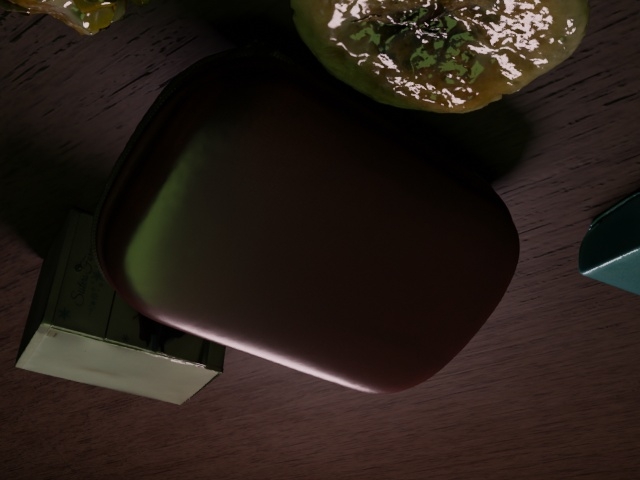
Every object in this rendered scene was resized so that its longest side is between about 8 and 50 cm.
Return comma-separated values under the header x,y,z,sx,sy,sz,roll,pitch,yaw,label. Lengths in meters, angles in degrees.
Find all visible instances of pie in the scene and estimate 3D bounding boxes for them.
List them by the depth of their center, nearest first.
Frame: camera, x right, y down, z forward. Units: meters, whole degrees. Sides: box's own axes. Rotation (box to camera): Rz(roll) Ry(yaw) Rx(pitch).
x,y,z,sx,sy,sz,roll,pitch,yaw,label
0.089,-0.163,0.615,0.218,0.052,0.185,-2,152,14,pie

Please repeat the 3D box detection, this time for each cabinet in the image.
x,y,z,sx,sy,sz,roll,pitch,yaw,label
-0.223,0.084,0.948,0.206,0.145,0.150,19,145,-22,cabinet

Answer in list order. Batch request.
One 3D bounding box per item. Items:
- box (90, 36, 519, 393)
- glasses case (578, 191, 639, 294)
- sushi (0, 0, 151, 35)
x,y,z,sx,sy,sz,roll,pitch,yaw,label
0.000,0.000,0.742,0.404,0.108,0.263,27,106,-33,box
0.431,0.032,0.872,0.301,0.070,0.117,17,151,-22,glasses case
-0.130,-0.223,0.459,0.179,0.167,0.296,28,140,5,sushi
